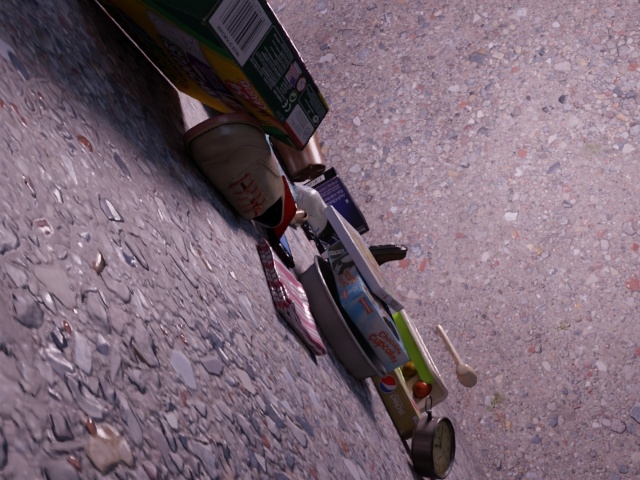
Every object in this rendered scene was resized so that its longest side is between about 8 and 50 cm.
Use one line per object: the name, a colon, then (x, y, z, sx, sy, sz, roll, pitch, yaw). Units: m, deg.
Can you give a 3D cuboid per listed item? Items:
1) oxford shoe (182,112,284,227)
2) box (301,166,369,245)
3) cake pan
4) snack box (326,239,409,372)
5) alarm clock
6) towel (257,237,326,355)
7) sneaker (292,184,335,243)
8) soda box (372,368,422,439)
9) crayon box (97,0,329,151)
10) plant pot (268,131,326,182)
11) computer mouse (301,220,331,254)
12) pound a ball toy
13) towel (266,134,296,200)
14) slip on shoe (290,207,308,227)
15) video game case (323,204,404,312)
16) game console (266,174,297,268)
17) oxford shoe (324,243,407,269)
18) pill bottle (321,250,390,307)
oxford shoe: (-0.122, -0.110, 1.229, 0.130, 0.123, 0.348, 67, 9, 15)
box: (0.032, -0.091, 2.196, 0.207, 0.153, 0.108, 56, 7, -20)
cake pan: (0.044, 0.168, 1.527, 0.293, 0.054, 0.293, 58, 6, -10)
snack box: (0.098, 0.130, 1.599, 0.187, 0.060, 0.322, 56, 7, -20)
alarm clock: (0.236, 0.420, 1.550, 0.129, 0.064, 0.192, -22, 109, -56)
towel: (-0.048, 0.095, 1.261, 0.144, 0.029, 0.197, 55, 7, -38)
sneaker: (-0.020, -0.074, 2.075, 0.086, 0.085, 0.237, 31, -20, 37)
soda box: (0.174, 0.356, 1.658, 0.181, 0.058, 0.061, 64, 8, 31)
crayon box: (-0.186, -0.322, 1.176, 0.313, 0.106, 0.363, 28, -10, 28)
plant pot: (-0.067, -0.289, 2.384, 0.167, 0.167, 0.165, 41, 27, -71)
computer mouse: (0.000, 0.000, 2.035, 0.242, 0.041, 0.071, 52, 11, -47)
pound a ball toy: (0.269, 0.316, 1.910, 0.136, 0.208, 0.319, 54, 7, -37)
towel: (-0.151, -0.242, 1.771, 0.370, 0.040, 0.271, 52, 13, -76)
slip on shoe: (-0.063, -0.064, 1.831, 0.051, 0.041, 0.135, 61, 6, 16)
video game case: (0.099, 0.044, 1.625, 0.227, 0.026, 0.206, 60, 9, 25)
game console: (-0.067, -0.037, 1.471, 0.124, 0.085, 0.144, 55, 8, -36)
oxford shoe: (0.113, 0.065, 1.791, 0.083, 0.227, 0.096, -22, 96, -70)
pill bottle: (0.091, 0.105, 1.901, 0.208, 0.117, 0.117, 60, 6, 3)
